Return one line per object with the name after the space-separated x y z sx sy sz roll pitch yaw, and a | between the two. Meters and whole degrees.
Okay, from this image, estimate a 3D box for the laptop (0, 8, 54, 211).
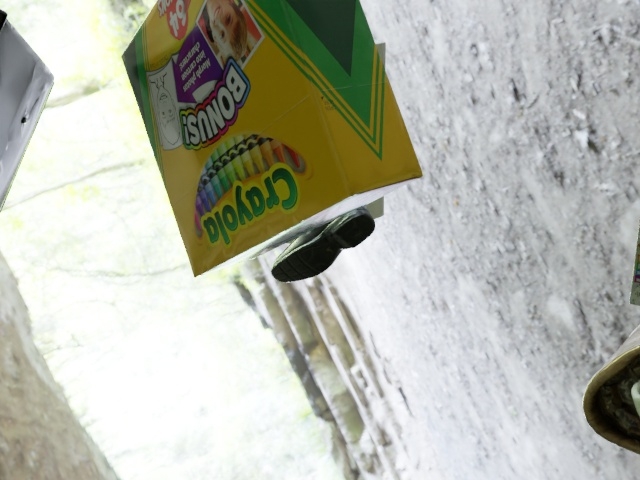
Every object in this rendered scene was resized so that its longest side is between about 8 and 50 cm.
-0.503 -0.098 0.760 0.408 0.382 0.236 25 173 -42 | laptop

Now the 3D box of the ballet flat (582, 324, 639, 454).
0.237 0.062 0.286 0.342 0.124 0.116 -26 84 67 | ballet flat

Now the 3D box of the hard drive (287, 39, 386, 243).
0.018 -0.168 1.204 0.040 0.210 0.319 35 135 50 | hard drive

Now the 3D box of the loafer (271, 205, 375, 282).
0.000 0.000 0.998 0.062 0.170 0.061 46 -162 -40 | loafer

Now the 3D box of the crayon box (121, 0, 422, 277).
-0.083 -0.151 0.795 0.363 0.106 0.313 -25 82 55 | crayon box

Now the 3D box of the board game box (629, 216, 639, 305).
0.427 -0.003 0.905 0.026 0.103 0.154 10 136 27 | board game box
